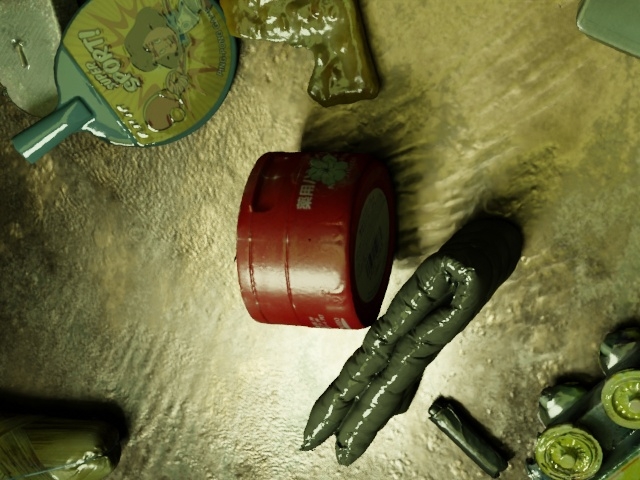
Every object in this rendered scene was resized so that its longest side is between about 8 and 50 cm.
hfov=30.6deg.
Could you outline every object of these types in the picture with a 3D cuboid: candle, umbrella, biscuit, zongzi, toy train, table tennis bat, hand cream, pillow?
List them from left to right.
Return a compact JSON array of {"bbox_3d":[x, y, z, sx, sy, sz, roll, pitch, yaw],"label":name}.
[{"bbox_3d":[-0.387,-0.267,1.557,0.192,0.068,0.168,41,118,-1],"label":"candle"},{"bbox_3d":[-0.426,0.280,1.729,0.221,0.112,0.242,-33,95,25],"label":"zongzi"},{"bbox_3d":[-0.258,-0.206,1.513,0.329,0.044,0.215,-33,107,9],"label":"table tennis bat"},{"bbox_3d":[-0.021,-0.247,1.462,0.174,0.039,0.183,-15,102,16],"label":"biscuit"},{"bbox_3d":[0.000,0.000,1.443,0.149,0.230,0.230,6,109,16],"label":"hand cream"},{"bbox_3d":[0.116,0.118,1.447,0.101,0.228,0.326,37,113,9],"label":"pillow"},{"bbox_3d":[0.199,0.266,1.574,0.133,0.031,0.036,43,88,1],"label":"umbrella"},{"bbox_3d":[0.381,0.231,1.454,0.177,0.134,0.261,39,116,-8],"label":"toy train"}]

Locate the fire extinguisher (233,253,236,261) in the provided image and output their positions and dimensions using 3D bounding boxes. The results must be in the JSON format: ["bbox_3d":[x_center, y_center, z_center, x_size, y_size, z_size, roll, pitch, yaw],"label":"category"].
[{"bbox_3d":[-0.079,0.008,1.578,0.083,0.025,0.038,-9,67,20],"label":"fire extinguisher"}]

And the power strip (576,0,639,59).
[{"bbox_3d":[0.408,-0.290,1.304,0.213,0.064,0.198,23,112,-6],"label":"power strip"}]
